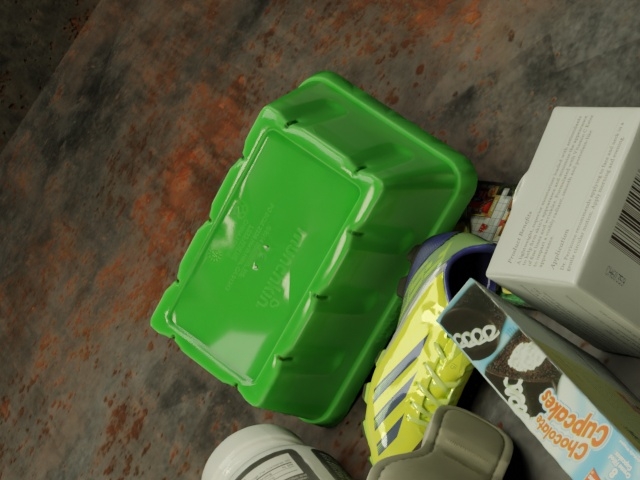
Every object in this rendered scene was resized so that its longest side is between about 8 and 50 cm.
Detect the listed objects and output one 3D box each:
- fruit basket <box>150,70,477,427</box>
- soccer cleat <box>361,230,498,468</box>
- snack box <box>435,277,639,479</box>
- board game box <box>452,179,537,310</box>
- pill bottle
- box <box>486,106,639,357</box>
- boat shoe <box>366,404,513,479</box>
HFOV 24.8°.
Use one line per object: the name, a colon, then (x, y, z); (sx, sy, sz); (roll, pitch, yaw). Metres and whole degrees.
fruit basket: (0.000, 0.000, 1.713); (0.283, 0.392, 0.392); (35, 94, 20)
soccer cleat: (0.122, 0.127, 1.515); (0.121, 0.093, 0.289); (-2, 70, 50)
snack box: (0.242, 0.163, 1.256); (0.060, 0.187, 0.322); (-53, 32, 9)
board game box: (0.211, 0.004, 1.583); (0.260, 0.030, 0.136); (9, 73, 56)
pill bottle: (-0.017, 0.310, 1.511); (0.162, 0.162, 0.278); (-56, 31, 4)
box: (0.278, -0.005, 1.354); (0.119, 0.182, 0.181); (8, 70, 54)
boat shoe: (0.099, 0.246, 1.338); (0.096, 0.117, 0.324); (-65, -10, 17)
